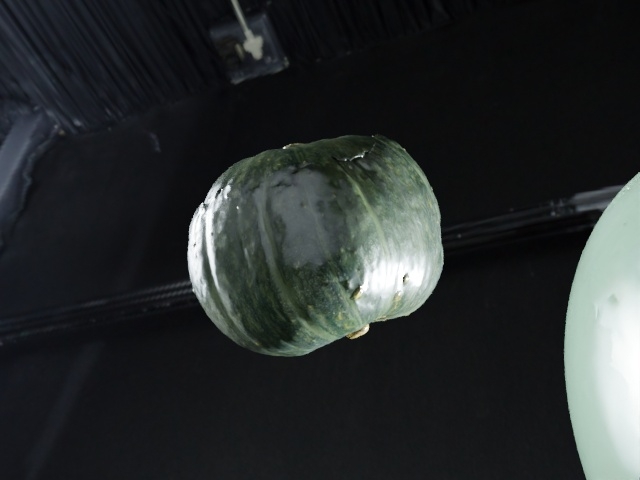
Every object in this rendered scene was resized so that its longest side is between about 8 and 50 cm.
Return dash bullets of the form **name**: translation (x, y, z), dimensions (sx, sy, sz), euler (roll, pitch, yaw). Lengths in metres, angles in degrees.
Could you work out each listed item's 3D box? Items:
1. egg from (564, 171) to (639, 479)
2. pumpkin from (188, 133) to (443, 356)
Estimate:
- **egg**: translation (0.272, 0.092, 0.377), dimensions (0.276, 0.276, 0.389), euler (-15, -142, 12)
- **pumpkin**: translation (0.000, 0.000, 0.969), dimensions (0.291, 0.258, 0.327), euler (-19, 177, 33)
